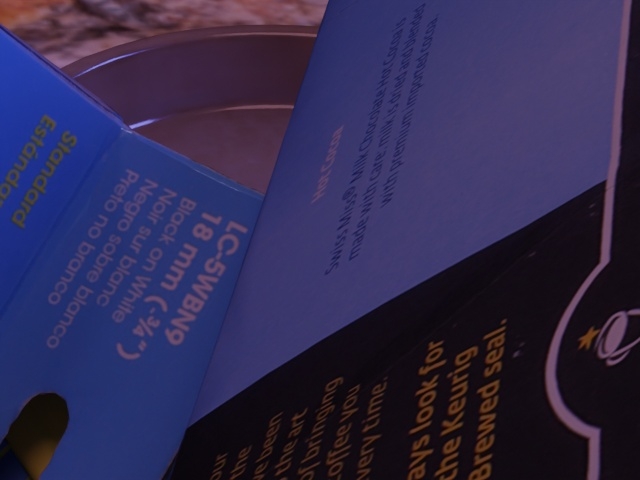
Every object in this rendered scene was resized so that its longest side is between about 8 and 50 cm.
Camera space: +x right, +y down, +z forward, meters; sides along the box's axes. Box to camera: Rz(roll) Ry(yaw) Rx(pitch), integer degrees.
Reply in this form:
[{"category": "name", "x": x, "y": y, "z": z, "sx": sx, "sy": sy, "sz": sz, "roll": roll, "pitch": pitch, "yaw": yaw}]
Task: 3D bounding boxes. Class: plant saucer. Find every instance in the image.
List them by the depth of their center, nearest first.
[{"category": "plant saucer", "x": 0.000, "y": 0.000, "z": 0.750, "sx": 0.278, "sy": 0.041, "sz": 0.278, "roll": 4, "pitch": 35, "yaw": -3}]

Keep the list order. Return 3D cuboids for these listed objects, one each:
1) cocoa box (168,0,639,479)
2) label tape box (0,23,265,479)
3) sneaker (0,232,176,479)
[{"category": "cocoa box", "x": 0.129, "y": 0.031, "z": 0.485, "sx": 0.231, "sy": 0.228, "sz": 0.347, "roll": 47, "pitch": 33, "yaw": -22}, {"category": "label tape box", "x": -0.209, "y": 0.009, "z": 0.544, "sx": 0.334, "sy": 0.106, "sz": 0.240, "roll": 25, "pitch": 78, "yaw": 25}, {"category": "sneaker", "x": -0.075, "y": 0.085, "z": 0.597, "sx": 0.091, "sy": 0.126, "sz": 0.240, "roll": 19, "pitch": 41, "yaw": -56}]
